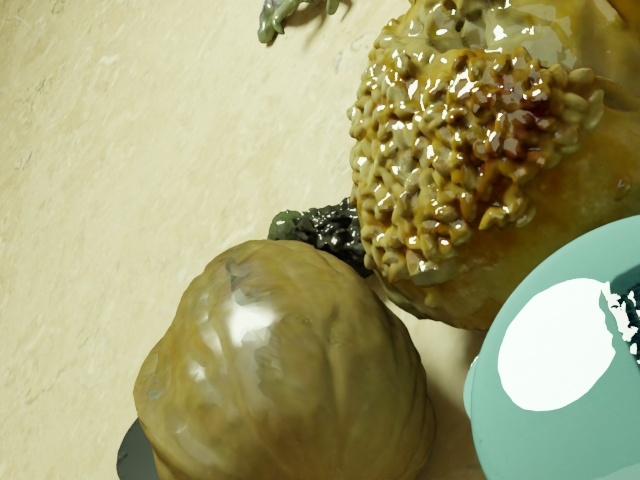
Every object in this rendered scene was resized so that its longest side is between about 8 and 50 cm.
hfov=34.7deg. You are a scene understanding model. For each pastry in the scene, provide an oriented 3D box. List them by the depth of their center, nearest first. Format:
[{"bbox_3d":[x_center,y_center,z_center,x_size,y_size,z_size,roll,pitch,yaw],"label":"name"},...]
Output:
[{"bbox_3d":[0.126,-0.093,0.737,0.284,0.184,0.316,21,84,58],"label":"pastry"}]

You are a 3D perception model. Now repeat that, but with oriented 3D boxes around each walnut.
[{"bbox_3d":[-0.029,0.115,0.775,0.225,0.225,0.261,-55,28,9],"label":"walnut"}]

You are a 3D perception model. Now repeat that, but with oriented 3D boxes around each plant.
[{"bbox_3d":[0.000,0.000,0.944,0.174,0.087,0.085,4,94,59],"label":"plant"}]

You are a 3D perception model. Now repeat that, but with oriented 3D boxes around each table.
[{"bbox_3d":[-0.122,0.190,0.948,0.133,0.043,0.133,-23,32,16],"label":"table"}]

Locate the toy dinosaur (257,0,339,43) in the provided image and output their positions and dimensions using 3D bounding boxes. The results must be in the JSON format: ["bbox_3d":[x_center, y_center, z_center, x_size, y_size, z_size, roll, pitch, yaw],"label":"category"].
[{"bbox_3d":[0.003,-0.340,1.181,0.294,0.077,0.162,-47,36,22],"label":"toy dinosaur"}]

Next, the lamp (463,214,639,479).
[{"bbox_3d":[0.203,0.070,0.546,0.284,0.147,0.209,-49,36,33],"label":"lamp"}]
